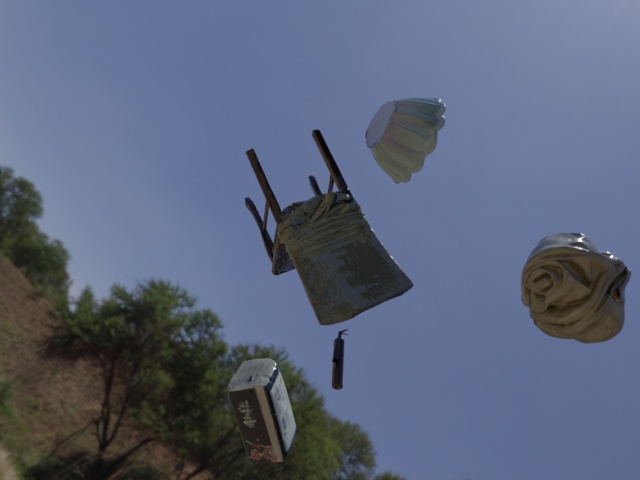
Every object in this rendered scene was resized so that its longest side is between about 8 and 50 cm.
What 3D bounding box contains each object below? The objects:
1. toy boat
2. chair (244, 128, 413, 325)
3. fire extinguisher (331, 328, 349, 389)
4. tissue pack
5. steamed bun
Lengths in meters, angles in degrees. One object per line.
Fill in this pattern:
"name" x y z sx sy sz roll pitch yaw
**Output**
"toy boat" 0.170 -0.234 1.290 0.100 0.200 0.290 25 9 -13
"chair" 0.000 0.000 0.950 0.319 0.160 0.186 62 -18 22
"fire extinguisher" 0.044 0.299 1.532 0.035 0.173 0.049 -29 -52 32
"tissue pack" -0.107 0.318 1.108 0.090 0.103 0.170 -6 -69 14
"steamed bun" 0.490 0.092 1.180 0.211 0.144 0.218 12 -84 52
